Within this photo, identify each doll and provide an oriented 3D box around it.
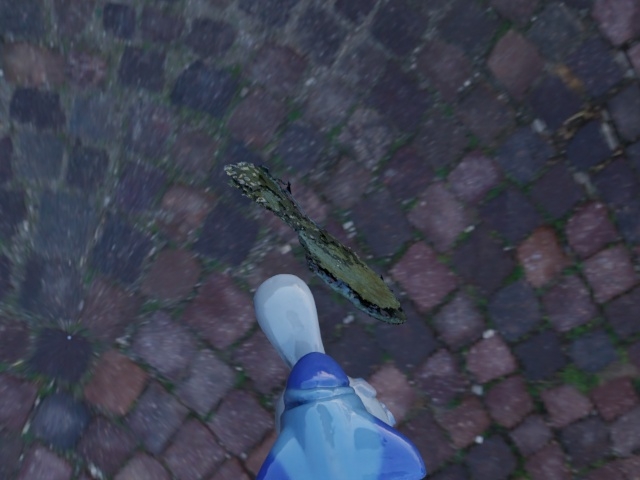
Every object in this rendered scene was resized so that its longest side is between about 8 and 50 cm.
[{"bbox_3d":[0.032,0.258,1.639,0.187,0.365,0.376,-41,107,12],"label":"doll"}]

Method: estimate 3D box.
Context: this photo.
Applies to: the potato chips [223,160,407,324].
[{"bbox_3d":[-0.003,0.003,1.326,0.029,0.202,0.220,-48,59,12],"label":"potato chips"}]
